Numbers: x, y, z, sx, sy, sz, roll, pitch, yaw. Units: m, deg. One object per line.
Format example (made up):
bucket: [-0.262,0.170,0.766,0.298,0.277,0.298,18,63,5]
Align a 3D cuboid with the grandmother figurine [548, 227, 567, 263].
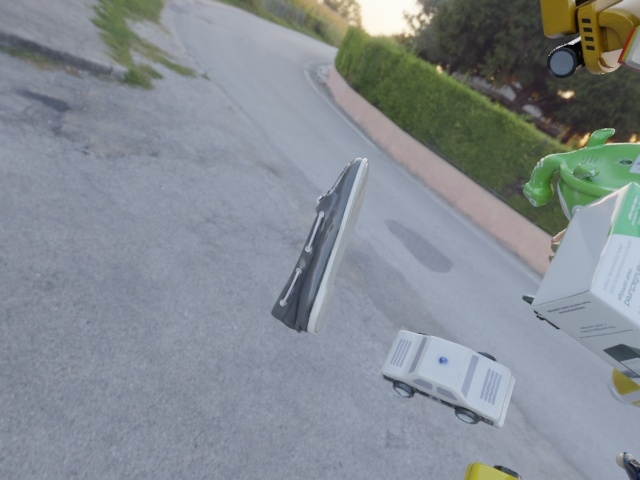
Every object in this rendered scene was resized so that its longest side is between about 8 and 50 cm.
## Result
grandmother figurine: [0.804,-0.062,1.152,0.104,0.342,0.208,48,-6,29]

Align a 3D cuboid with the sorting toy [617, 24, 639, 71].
sorting toy: [0.907,-0.513,1.012,0.255,0.257,0.089,20,7,-3]

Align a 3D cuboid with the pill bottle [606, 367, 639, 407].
pill bottle: [0.664,0.282,0.825,0.103,0.103,0.184,42,-16,26]

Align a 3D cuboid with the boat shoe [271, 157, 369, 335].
boat shoe: [0.000,0.000,0.731,0.095,0.335,0.112,17,-5,14]

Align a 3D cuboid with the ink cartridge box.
ink cartridge box: [0.495,0.090,0.587,0.289,0.121,0.211,36,67,3]

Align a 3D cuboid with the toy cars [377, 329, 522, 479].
toy cars: [0.214,0.253,0.521,0.176,0.087,0.394,-24,46,-4]

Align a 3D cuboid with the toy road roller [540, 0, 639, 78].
toy road roller: [0.798,-0.645,1.153,0.202,0.330,0.240,-32,23,-19]

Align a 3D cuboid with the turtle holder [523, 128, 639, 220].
turtle holder: [0.671,-0.109,0.964,0.320,0.227,0.243,-4,37,19]

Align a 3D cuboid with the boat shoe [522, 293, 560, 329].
boat shoe: [0.910,0.286,1.656,0.233,0.079,0.084,30,-7,-17]

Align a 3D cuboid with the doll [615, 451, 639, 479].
doll: [0.751,0.558,0.941,0.189,0.046,0.129,-31,96,-85]
